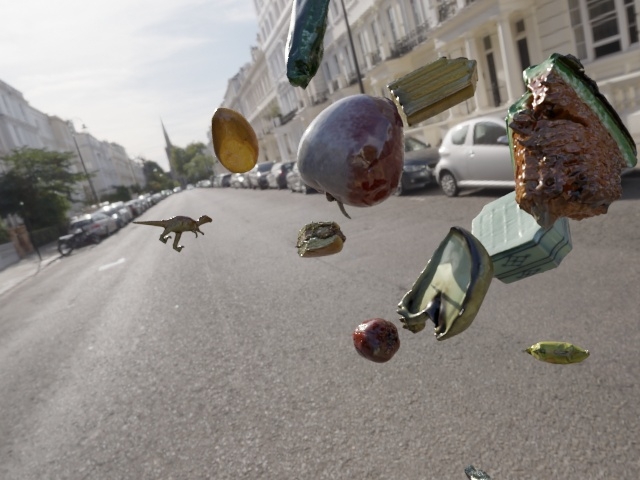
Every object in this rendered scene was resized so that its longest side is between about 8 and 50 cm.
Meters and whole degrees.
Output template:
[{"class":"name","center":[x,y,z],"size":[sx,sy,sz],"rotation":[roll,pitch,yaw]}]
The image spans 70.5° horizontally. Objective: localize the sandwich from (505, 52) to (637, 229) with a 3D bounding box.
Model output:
[{"class":"sandwich","center":[0.399,-0.136,0.773],"size":[0.162,0.250,0.301],"rotation":[-34,20,55]}]

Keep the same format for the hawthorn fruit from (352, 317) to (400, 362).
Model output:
[{"class":"hawthorn fruit","center":[0.171,0.322,1.464],"size":[0.148,0.148,0.172],"rotation":[-24,7,-42]}]

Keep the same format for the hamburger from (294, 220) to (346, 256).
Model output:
[{"class":"hamburger","center":[0.000,0.000,2.212],"size":[0.245,0.155,0.282],"rotation":[6,-20,-3]}]

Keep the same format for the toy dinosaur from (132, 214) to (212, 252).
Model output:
[{"class":"toy dinosaur","center":[-0.370,-0.048,1.154],"size":[0.126,0.162,0.039],"rotation":[-57,25,-14]}]

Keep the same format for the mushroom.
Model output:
[{"class":"mushroom","center":[0.363,0.148,1.189],"size":[0.292,0.212,0.217],"rotation":[-49,32,7]}]

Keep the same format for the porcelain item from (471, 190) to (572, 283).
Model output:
[{"class":"porcelain item","center":[0.639,-0.019,1.455],"size":[0.281,0.157,0.286],"rotation":[-32,28,41]}]

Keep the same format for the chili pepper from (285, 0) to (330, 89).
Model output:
[{"class":"chili pepper","center":[-0.016,-0.322,0.679],"size":[0.062,0.216,0.108],"rotation":[10,-22,-15]}]

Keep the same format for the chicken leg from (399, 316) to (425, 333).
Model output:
[{"class":"chicken leg","center":[0.325,0.272,1.602],"size":[0.093,0.070,0.178],"rotation":[10,15,11]}]

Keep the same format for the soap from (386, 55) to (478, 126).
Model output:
[{"class":"soap","center":[0.347,-0.459,1.359],"size":[0.257,0.080,0.160],"rotation":[-25,54,5]}]

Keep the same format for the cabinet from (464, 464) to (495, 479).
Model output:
[{"class":"cabinet","center":[0.372,0.690,0.956],"size":[0.290,0.227,0.318],"rotation":[-33,2,-22]}]

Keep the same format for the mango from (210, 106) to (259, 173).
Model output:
[{"class":"mango","center":[-0.268,-0.309,1.380],"size":[0.141,0.217,0.102],"rotation":[-29,45,-6]}]

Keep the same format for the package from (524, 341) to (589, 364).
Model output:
[{"class":"package","center":[0.970,0.462,1.861],"size":[0.226,0.090,0.168],"rotation":[1,-14,17]}]

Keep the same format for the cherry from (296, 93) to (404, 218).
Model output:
[{"class":"cherry","center":[0.087,-0.256,1.323],"size":[0.326,0.335,0.291],"rotation":[-6,-14,38]}]
